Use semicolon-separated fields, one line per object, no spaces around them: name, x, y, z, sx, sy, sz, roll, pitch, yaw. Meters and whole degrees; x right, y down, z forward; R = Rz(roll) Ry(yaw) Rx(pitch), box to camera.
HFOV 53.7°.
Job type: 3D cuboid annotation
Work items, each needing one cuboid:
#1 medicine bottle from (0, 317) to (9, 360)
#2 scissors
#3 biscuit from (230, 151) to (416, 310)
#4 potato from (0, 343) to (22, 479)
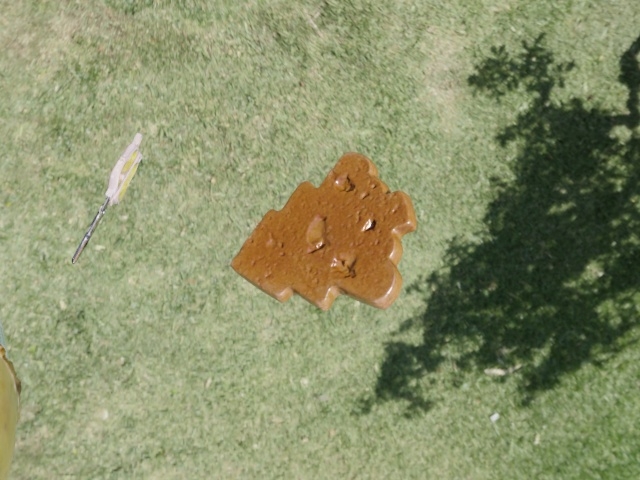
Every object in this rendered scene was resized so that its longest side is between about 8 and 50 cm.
medicine bottle;-0.622;0.097;0.949;0.245;0.289;0.245;-20;162;-7
scissors;-0.453;-0.085;1.353;0.024;0.317;0.160;23;152;-6
biscuit;0.000;0.000;0.987;0.307;0.283;0.043;-17;147;18
potato;-0.508;0.240;0.521;0.442;0.319;0.385;-27;121;1
